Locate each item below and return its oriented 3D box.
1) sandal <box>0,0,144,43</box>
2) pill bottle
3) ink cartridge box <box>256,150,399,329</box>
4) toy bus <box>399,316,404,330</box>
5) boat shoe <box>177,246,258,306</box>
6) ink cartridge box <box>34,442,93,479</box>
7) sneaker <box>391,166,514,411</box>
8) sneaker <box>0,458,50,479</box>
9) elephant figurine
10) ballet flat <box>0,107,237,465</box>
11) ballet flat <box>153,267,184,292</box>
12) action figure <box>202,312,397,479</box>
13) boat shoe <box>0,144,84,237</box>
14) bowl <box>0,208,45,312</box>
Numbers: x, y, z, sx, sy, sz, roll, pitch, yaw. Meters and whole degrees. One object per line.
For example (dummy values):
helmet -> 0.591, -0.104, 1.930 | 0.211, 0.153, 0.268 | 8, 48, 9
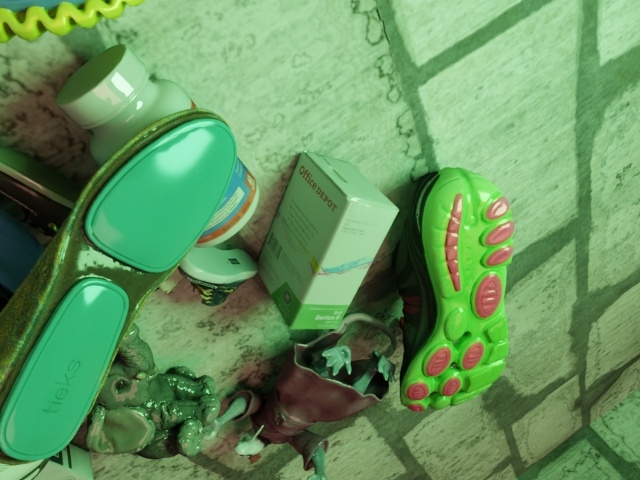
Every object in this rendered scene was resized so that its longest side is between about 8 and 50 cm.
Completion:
sandal -> -0.291, -0.235, 0.392 | 0.317, 0.126, 0.138 | -18, 126, -19
pill bottle -> -0.176, -0.101, 0.550 | 0.124, 0.124, 0.221 | -38, 134, 0
ink cartridge box -> 0.000, 0.000, 0.703 | 0.093, 0.154, 0.213 | 6, 119, -33
toy bus -> 0.276, 0.200, 1.039 | 0.104, 0.202, 0.191 | -56, 130, -25
boat shoe -> -0.156, 0.056, 0.676 | 0.083, 0.065, 0.183 | -45, 164, 10
ink cartridge box -> -0.507, 0.331, 0.704 | 0.165, 0.065, 0.333 | -30, 139, -6
sneaker -> 0.223, 0.100, 0.859 | 0.185, 0.202, 0.483 | 0, 114, -7
sneaker -> -0.393, 0.117, 0.350 | 0.447, 0.169, 0.257 | 20, 130, -42
elephant figurine -> -0.286, 0.230, 0.727 | 0.239, 0.169, 0.186 | 42, 63, -38
ballet flat -> -0.205, 0.019, 0.448 | 0.123, 0.123, 0.349 | 40, 69, -42
ballet flat -> -0.241, 0.057, 0.671 | 0.188, 0.070, 0.070 | -27, 132, -10
action figure -> -0.055, 0.298, 0.918 | 0.248, 0.276, 0.370 | 40, 120, -8
boat shoe -> -0.297, -0.031, 0.561 | 0.069, 0.081, 0.227 | -49, 135, 5
bowl -> -0.480, 0.076, 0.465 | 0.390, 0.077, 0.391 | -15, 145, -11
